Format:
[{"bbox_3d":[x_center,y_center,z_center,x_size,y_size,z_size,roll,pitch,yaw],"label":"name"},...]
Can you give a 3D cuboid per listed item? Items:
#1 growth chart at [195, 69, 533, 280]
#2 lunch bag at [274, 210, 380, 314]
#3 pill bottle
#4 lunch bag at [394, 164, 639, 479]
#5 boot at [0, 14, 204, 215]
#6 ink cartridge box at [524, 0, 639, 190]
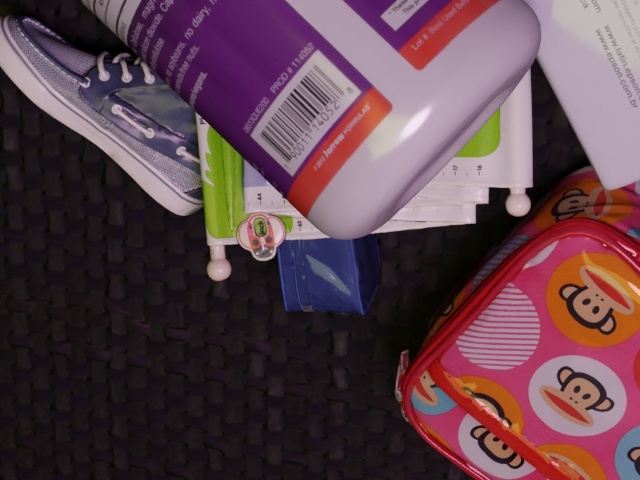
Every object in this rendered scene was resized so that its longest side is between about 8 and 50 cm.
[{"bbox_3d":[0.026,-0.077,1.138,0.237,0.021,0.172,-10,93,11],"label":"growth chart"},{"bbox_3d":[0.000,0.000,1.203,0.065,0.067,0.098,-1,114,15],"label":"lunch bag"},{"bbox_3d":[-0.037,-0.165,1.041,0.323,0.181,0.181,44,121,5],"label":"pill bottle"},{"bbox_3d":[0.206,0.118,1.186,0.293,0.120,0.258,38,125,-4],"label":"lunch bag"},{"bbox_3d":[-0.129,-0.106,1.190,0.190,0.069,0.086,39,114,-16],"label":"boot"},{"bbox_3d":[0.245,-0.229,1.010,0.330,0.071,0.324,-22,108,23],"label":"ink cartridge box"}]
